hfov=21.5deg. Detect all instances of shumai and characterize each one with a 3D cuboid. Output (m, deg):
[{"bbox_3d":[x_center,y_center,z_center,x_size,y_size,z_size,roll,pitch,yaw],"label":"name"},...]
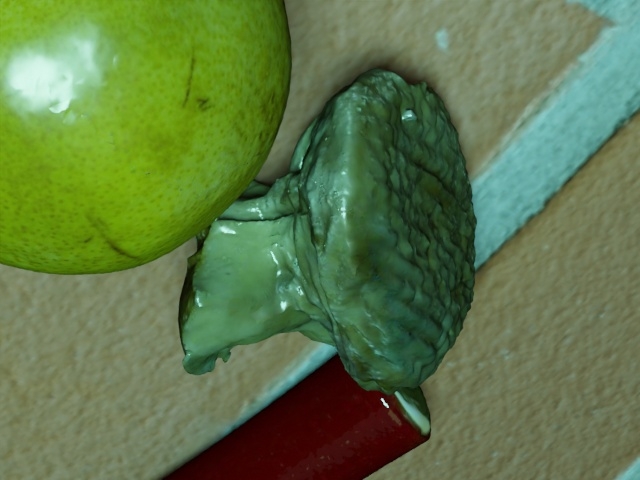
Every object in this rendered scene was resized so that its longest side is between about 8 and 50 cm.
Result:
[{"bbox_3d":[0.000,0.000,0.929,0.153,0.161,0.209,-7,158,17],"label":"shumai"}]

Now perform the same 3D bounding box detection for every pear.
[{"bbox_3d":[-0.114,-0.079,0.775,0.209,0.209,0.209,-9,131,-10],"label":"pear"}]

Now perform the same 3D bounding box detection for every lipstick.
[{"bbox_3d":[-0.043,0.155,1.070,0.241,0.080,0.080,-35,130,13],"label":"lipstick"}]
